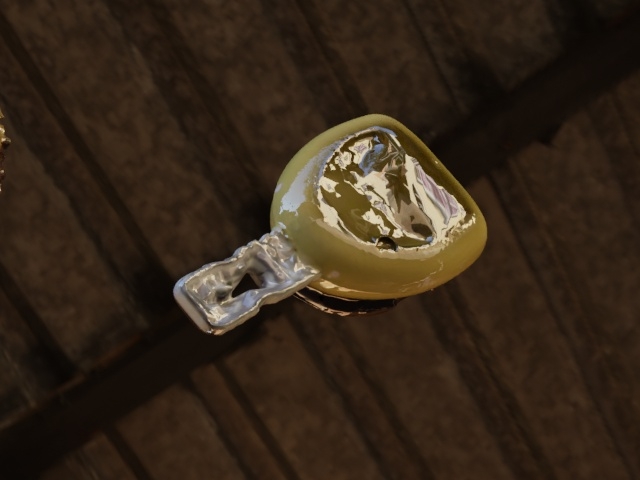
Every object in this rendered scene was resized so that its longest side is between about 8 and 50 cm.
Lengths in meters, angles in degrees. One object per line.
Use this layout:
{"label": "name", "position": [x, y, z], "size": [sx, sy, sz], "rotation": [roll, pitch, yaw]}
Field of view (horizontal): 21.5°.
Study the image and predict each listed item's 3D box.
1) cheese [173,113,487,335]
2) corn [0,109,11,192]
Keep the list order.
{"label": "cheese", "position": [0.000, 0.000, 0.705], "size": [0.162, 0.086, 0.036], "rotation": [-28, -14, -44]}
{"label": "corn", "position": [-0.227, -0.029, 0.583], "size": [0.237, 0.079, 0.079], "rotation": [3, -69, -15]}
